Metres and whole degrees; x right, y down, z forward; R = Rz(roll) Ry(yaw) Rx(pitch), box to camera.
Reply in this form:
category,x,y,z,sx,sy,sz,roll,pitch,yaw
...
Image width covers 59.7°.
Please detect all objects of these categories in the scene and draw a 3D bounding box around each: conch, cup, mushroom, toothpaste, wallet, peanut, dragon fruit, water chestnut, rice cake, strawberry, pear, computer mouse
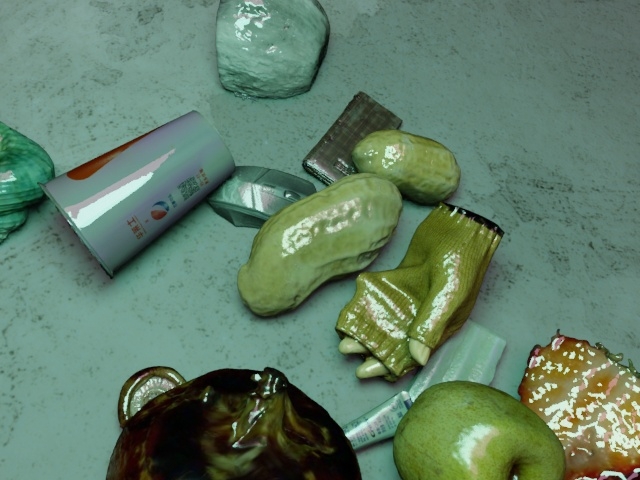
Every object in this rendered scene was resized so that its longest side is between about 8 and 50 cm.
category,x,y,z,sx,sy,sz,roll,pitch,yaw
conch,-0.567,-0.103,0.992,0.196,0.134,0.202,0,62,39
cup,-0.303,-0.095,0.971,0.288,0.203,0.203,-38,74,-18
mushroom,-0.263,0.263,0.892,0.123,0.052,0.123,3,70,-9
toothpaste,0.059,0.315,0.901,0.216,0.037,0.062,-24,75,-6
wallet,0.070,-0.204,1.163,0.124,0.042,0.230,36,63,0
peanut,0.168,-0.149,1.096,0.224,0.129,0.129,19,62,-20
peanut,-0.001,-0.005,0.992,0.340,0.174,0.158,-24,53,-17
dragon fruit,-0.090,-0.457,1.179,0.221,0.204,0.283,15,64,-1
water chestnut,-0.108,0.299,0.735,0.350,0.302,0.350,20,24,-9
rice cake,0.230,0.239,0.969,0.127,0.043,0.237,31,65,7
strawberry,0.447,0.318,0.903,0.253,0.150,0.280,15,66,35
pear,0.221,0.304,0.813,0.228,0.211,0.188,15,91,-25
computer mouse,-0.107,-0.087,1.070,0.231,0.071,0.126,13,64,-2

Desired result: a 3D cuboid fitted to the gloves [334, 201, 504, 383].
category,x,y,z,sx,sy,sz,roll,pitch,yaw
gloves,0.176,0.095,0.958,0.356,0.155,0.203,-47,37,-10
